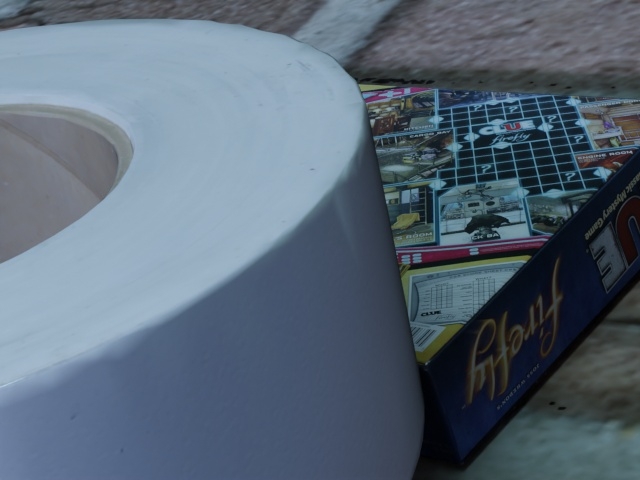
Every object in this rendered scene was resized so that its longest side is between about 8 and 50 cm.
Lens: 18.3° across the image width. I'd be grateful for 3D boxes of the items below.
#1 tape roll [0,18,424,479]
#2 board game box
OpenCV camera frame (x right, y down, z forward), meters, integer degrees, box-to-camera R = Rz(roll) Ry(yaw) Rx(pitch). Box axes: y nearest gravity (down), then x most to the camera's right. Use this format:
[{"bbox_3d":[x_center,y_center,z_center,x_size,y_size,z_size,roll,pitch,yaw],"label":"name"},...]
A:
[{"bbox_3d":[-0.116,0.032,0.571,0.286,0.100,0.286,-10,25,4],"label":"tape roll"},{"bbox_3d":[0.000,0.000,0.746,0.243,0.042,0.165,7,39,43],"label":"board game box"}]
